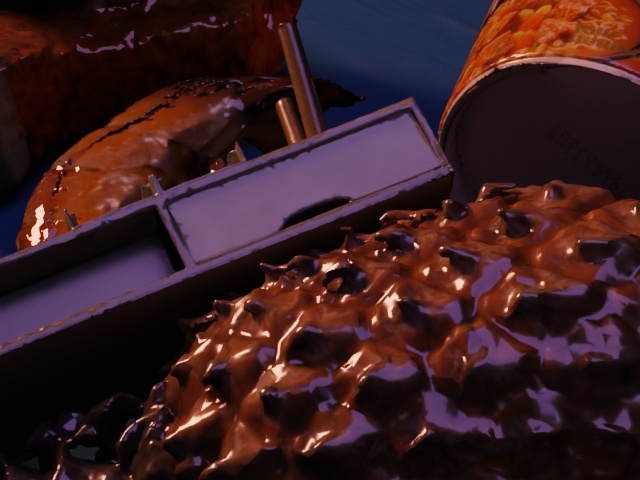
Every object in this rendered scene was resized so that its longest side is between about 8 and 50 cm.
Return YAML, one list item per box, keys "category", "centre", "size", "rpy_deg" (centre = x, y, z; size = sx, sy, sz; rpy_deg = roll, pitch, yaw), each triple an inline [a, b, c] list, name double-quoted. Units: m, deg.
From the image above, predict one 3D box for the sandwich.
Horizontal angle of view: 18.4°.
- category: "sandwich"
  centre: [-0.136, -0.154, 1.108]
  size: [0.301, 0.162, 0.250]
  rpy_deg: [-9, 44, -17]

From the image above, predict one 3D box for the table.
- category: "table"
  centre: [-0.076, -0.003, 0.875]
  size: [0.240, 0.121, 0.111]
  rpy_deg: [-22, 67, -13]

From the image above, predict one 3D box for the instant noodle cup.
- category: "instant noodle cup"
  centre: [0.165, -0.076, 1.043]
  size: [0.213, 0.213, 0.174]
  rpy_deg: [20, 46, 15]

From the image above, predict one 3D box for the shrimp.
- category: "shrimp"
  centre: [0.000, 0.000, 0.998]
  size: [0.290, 0.054, 0.222]
  rpy_deg: [16, 47, 9]

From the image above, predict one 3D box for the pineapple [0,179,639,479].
- category: "pineapple"
  centre: [-0.021, 0.098, 0.785]
  size: [0.362, 0.202, 0.202]
  rpy_deg: [-12, 40, -8]
